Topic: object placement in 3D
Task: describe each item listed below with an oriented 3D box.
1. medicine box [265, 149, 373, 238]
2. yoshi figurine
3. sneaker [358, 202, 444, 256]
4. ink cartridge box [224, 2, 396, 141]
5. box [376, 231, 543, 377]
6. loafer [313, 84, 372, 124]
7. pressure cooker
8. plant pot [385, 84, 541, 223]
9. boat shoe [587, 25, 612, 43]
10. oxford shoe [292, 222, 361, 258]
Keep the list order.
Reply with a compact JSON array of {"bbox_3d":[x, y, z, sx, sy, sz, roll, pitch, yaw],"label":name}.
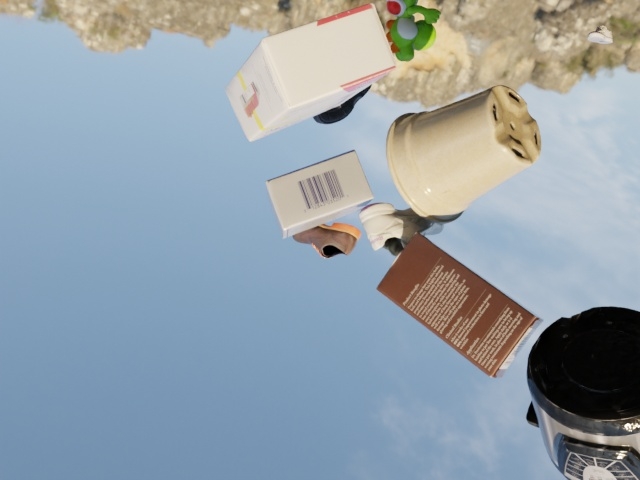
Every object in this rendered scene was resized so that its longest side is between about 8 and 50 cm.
[{"bbox_3d":[-0.010,-0.126,1.986,0.263,0.149,0.289,-20,178,-5],"label":"medicine box"},{"bbox_3d":[0.334,-0.836,2.498,0.203,0.362,0.203,0,-159,12],"label":"yoshi figurine"},{"bbox_3d":[0.235,-0.019,1.935,0.305,0.114,0.152,2,-115,-38],"label":"sneaker"},{"bbox_3d":[-0.037,-0.383,1.632,0.279,0.160,0.385,-25,-174,-18],"label":"ink cartridge box"},{"bbox_3d":[0.355,0.165,1.784,0.381,0.191,0.143,38,-172,26],"label":"box"},{"bbox_3d":[0.070,-0.510,2.502,0.302,0.109,0.095,-45,-155,-28],"label":"loafer"},{"bbox_3d":[0.718,0.418,1.684,0.375,0.420,0.370,-26,-143,-1],"label":"pressure cooker"},{"bbox_3d":[0.398,-0.246,1.839,0.334,0.305,0.334,17,-117,-36],"label":"plant pot"},{"bbox_3d":[0.640,-0.473,1.581,0.100,0.035,0.035,-6,-172,-42],"label":"boat shoe"},{"bbox_3d":[0.000,0.000,2.177,0.271,0.098,0.097,0,151,46],"label":"oxford shoe"}]
